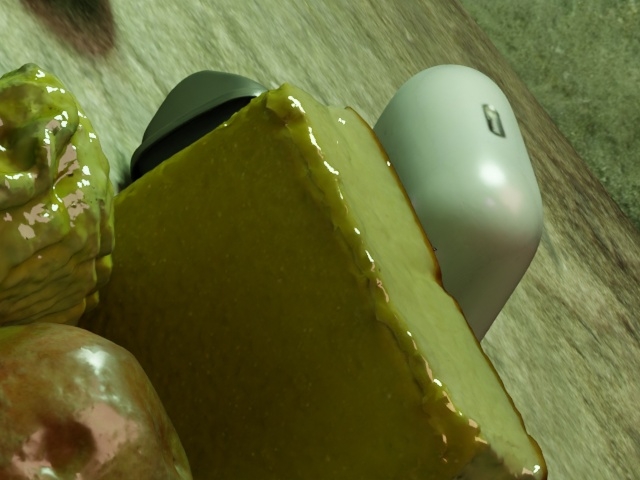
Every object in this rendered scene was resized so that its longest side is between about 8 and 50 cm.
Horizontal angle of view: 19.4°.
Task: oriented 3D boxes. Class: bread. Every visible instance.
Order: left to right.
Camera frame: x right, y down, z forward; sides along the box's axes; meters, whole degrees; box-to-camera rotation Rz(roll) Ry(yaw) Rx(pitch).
[{"bbox_3d":[-0.055,0.103,1.300,0.143,0.333,0.323,21,40,-57],"label":"bread"}]

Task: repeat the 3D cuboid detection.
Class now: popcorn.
[{"bbox_3d":[-0.236,-0.014,1.186,0.173,0.225,0.286,59,15,19],"label":"popcorn"}]

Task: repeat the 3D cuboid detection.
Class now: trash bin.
[{"bbox_3d":[-0.061,-0.008,1.747,0.209,0.182,0.290,42,28,-42],"label":"trash bin"}]

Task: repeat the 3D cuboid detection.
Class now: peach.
[{"bbox_3d":[-0.187,0.147,1.071,0.235,0.214,0.214,6,53,-60],"label":"peach"}]

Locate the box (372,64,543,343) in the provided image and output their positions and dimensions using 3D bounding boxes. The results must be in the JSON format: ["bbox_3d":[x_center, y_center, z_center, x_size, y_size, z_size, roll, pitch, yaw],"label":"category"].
[{"bbox_3d":[0.089,0.016,1.857,0.141,0.349,0.288,16,34,-21],"label":"box"}]
